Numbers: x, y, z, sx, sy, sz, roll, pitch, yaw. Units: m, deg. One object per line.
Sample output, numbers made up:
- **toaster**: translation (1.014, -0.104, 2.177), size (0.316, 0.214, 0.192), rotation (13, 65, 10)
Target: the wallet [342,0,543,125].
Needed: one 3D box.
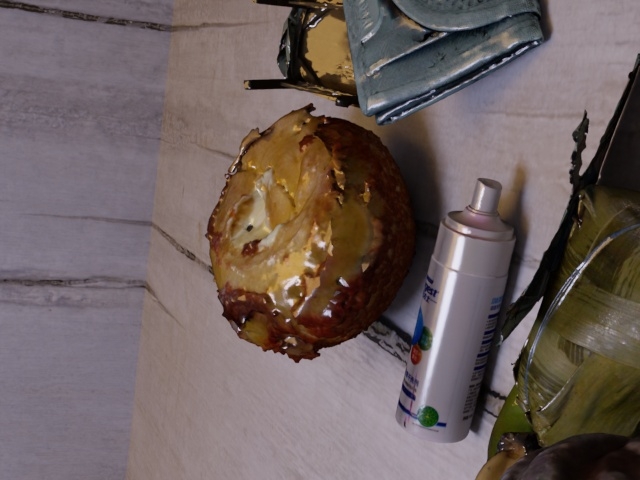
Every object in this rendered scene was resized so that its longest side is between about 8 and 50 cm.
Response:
- **wallet**: translation (0.126, -0.330, 1.312), size (0.237, 0.075, 0.342), rotation (-24, 59, 29)

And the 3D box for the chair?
- **chair**: translation (0.031, -0.275, 1.586), size (0.186, 0.319, 0.160), rotation (12, 102, 23)

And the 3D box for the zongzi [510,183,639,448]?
- **zongzi**: translation (0.273, 0.115, 0.912), size (0.274, 0.125, 0.250), rotation (-121, 41, -58)

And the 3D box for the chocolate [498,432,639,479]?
- **chocolate**: translation (0.236, 0.255, 0.817), size (0.212, 0.303, 0.303), rotation (-67, 21, -7)

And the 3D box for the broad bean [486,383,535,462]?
- **broad bean**: translation (0.195, 0.293, 1.149), size (0.075, 0.067, 0.325), rotation (-3, -77, -76)

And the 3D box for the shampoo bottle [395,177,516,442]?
- **shampoo bottle**: translation (0.158, 0.078, 1.251), size (0.092, 0.092, 0.303), rotation (-134, 51, -61)

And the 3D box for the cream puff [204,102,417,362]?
- **cream puff**: translation (-0.003, 0.003, 1.478), size (0.350, 0.229, 0.350), rotation (-27, 51, 39)

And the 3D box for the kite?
- **kite**: translation (0.230, -0.040, 1.000), size (0.335, 0.012, 0.314), rotation (-61, -19, -19)

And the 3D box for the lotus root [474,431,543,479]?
- **lotus root**: translation (0.206, 0.311, 1.037), size (0.155, 0.140, 0.256), rotation (-6, 76, 35)
